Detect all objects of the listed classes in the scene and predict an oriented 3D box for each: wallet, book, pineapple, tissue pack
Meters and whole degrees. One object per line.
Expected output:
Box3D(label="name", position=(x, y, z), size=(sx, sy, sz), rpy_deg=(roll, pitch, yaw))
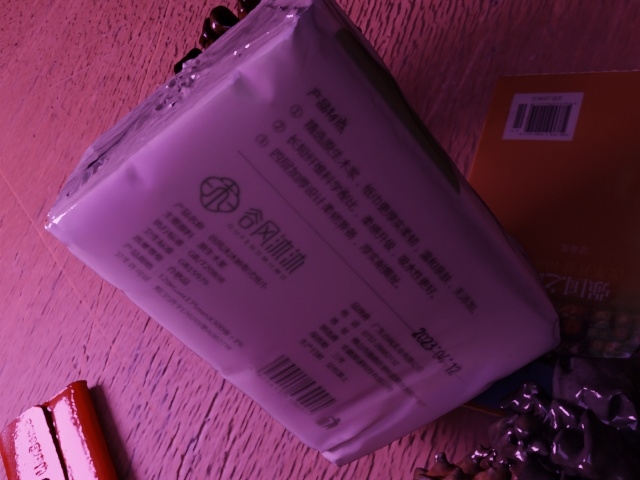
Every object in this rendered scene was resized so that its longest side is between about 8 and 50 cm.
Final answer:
Box3D(label="wallet", position=(-0.311, 0.289, 0.796), size=(0.142, 0.045, 0.204), rpy_deg=(-36, 60, 7))
Box3D(label="book", position=(0.252, 0.000, 0.649), size=(0.262, 0.028, 0.374), rpy_deg=(9, 75, 36))
Box3D(label="pineapple", position=(0.160, 0.225, 0.503), size=(0.223, 0.223, 0.357), rpy_deg=(37, 95, 30))
Box3D(label="tissue pack", position=(0.000, -0.001, 0.572), size=(0.266, 0.356, 0.194), rpy_deg=(-35, 27, 17))

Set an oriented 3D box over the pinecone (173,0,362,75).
Box3D(label="pinecone", position=(-0.058, -0.142, 0.721), size=(0.246, 0.292, 0.246), rpy_deg=(9, 48, -11))
